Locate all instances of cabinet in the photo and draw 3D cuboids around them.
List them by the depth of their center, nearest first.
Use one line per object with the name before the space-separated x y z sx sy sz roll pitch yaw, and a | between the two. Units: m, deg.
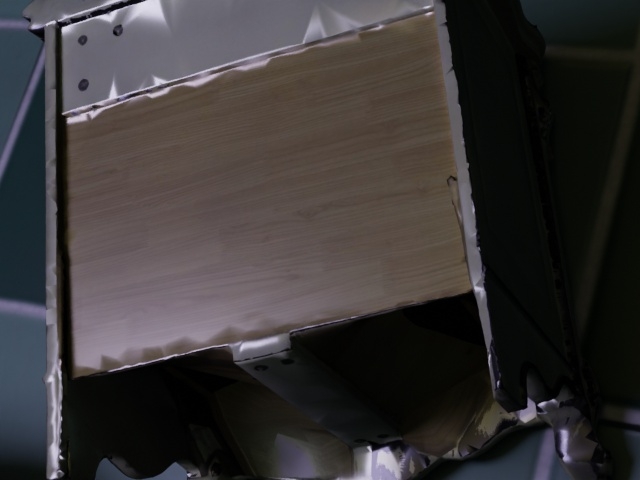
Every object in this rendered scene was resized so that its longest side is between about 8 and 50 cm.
cabinet | 0.000 0.000 0.877 0.290 0.227 0.318 -14 64 18
